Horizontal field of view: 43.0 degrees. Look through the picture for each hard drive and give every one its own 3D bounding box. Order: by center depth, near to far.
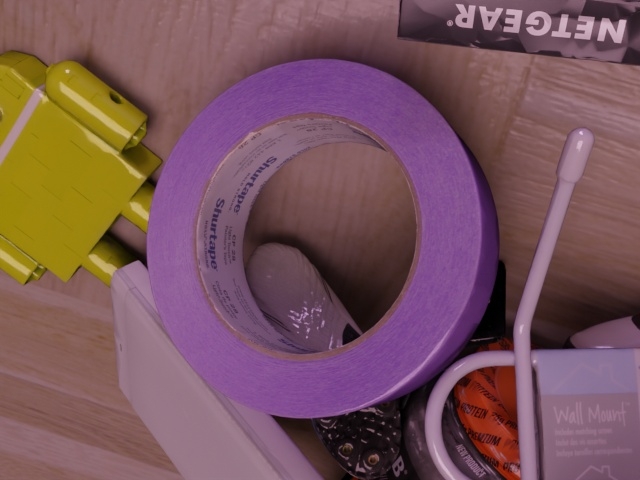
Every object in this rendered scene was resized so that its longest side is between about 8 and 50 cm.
[{"bbox_3d":[-0.102,0.187,0.772,0.307,0.040,0.203,44,144,29],"label":"hard drive"}]

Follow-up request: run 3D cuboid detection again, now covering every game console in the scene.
[{"bbox_3d":[0.119,0.083,0.731,0.107,0.122,0.071,-11,116,18],"label":"game console"}]

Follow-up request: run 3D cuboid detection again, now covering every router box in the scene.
[{"bbox_3d":[0.151,-0.171,0.577,0.178,0.133,0.046,8,121,9],"label":"router box"}]

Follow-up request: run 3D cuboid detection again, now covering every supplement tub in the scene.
[{"bbox_3d":[0.125,0.265,0.781,0.207,0.207,0.338,29,120,-3],"label":"supplement tub"}]

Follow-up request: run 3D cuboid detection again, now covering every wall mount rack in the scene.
[{"bbox_3d":[0.258,0.085,0.590,0.349,0.130,0.304,1,82,-14],"label":"wall mount rack"}]

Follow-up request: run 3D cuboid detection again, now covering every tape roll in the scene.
[{"bbox_3d":[0.000,0.000,0.654,0.274,0.090,0.275,-2,83,20],"label":"tape roll"}]

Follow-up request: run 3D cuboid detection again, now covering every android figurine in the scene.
[{"bbox_3d":[-0.270,-0.067,0.788,0.273,0.056,0.248,40,120,-11],"label":"android figurine"}]

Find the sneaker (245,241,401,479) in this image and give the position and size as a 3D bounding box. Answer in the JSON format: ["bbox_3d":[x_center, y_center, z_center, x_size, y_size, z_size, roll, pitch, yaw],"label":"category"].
[{"bbox_3d":[0.003,0.108,0.746,0.085,0.237,0.086,-27,156,-8],"label":"sneaker"}]

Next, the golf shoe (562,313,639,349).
[{"bbox_3d":[0.311,0.070,0.707,0.198,0.077,0.094,-5,114,2],"label":"golf shoe"}]
